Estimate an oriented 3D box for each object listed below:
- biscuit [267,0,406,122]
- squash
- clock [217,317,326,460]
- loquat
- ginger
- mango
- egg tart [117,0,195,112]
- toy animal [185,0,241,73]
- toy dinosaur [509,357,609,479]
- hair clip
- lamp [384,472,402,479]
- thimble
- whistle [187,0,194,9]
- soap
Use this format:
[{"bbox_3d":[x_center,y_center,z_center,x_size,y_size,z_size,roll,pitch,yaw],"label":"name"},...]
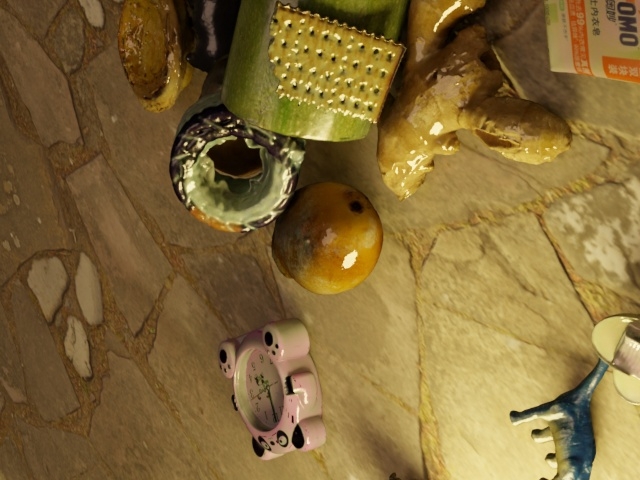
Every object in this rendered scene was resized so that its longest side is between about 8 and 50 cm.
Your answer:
[{"bbox_3d":[0.012,-0.257,1.543,0.016,0.203,0.144,-96,23,-63],"label":"biscuit"},{"bbox_3d":[0.010,-0.376,1.635,0.263,0.263,0.384,40,125,41],"label":"squash"},{"bbox_3d":[-0.085,0.282,1.977,0.227,0.090,0.248,-26,76,50],"label":"clock"},{"bbox_3d":[-0.142,-0.232,1.906,0.179,0.179,0.227,23,101,48],"label":"loquat"},{"bbox_3d":[0.177,-0.244,1.558,0.348,0.122,0.363,-23,87,41],"label":"ginger"},{"bbox_3d":[0.000,0.000,1.799,0.316,0.146,0.193,162,103,-65],"label":"mango"},{"bbox_3d":[-0.326,-0.404,2.160,0.291,0.107,0.291,11,104,55],"label":"egg tart"},{"bbox_3d":[-0.190,-0.473,1.963,0.168,0.106,0.343,37,131,43],"label":"toy animal"},{"bbox_3d":[0.367,0.272,1.433,0.188,0.075,0.247,-35,62,40],"label":"toy dinosaur"},{"bbox_3d":[0.441,0.157,1.320,0.218,0.071,0.159,37,120,36],"label":"hair clip"},{"bbox_3d":[0.132,0.472,1.690,0.156,0.157,0.135,30,137,30],"label":"lamp"},{"bbox_3d":[-0.134,-0.140,1.765,0.150,0.237,0.237,-88,16,-60],"label":"thimble"},{"bbox_3d":[-0.295,-0.562,2.151,0.220,0.057,0.107,61,140,22],"label":"whistle"},{"bbox_3d":[0.373,-0.301,1.251,0.182,0.138,0.199,20,132,47],"label":"soap"}]
